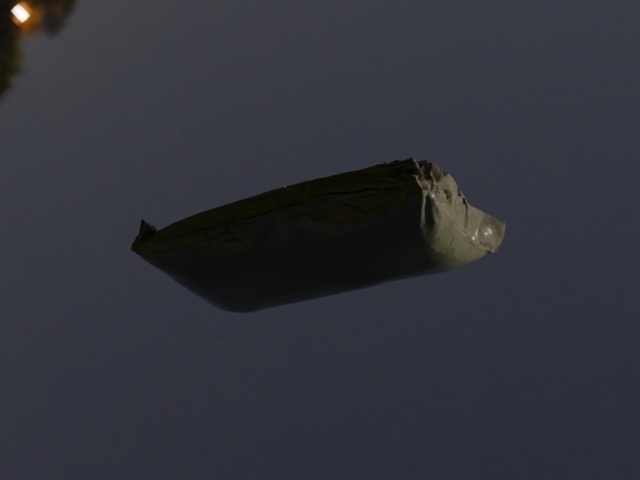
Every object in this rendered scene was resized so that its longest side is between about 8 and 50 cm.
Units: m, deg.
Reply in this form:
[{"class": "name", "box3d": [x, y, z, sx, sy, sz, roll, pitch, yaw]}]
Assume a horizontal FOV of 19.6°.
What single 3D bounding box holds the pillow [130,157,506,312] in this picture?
[{"class": "pillow", "box3d": [0.000, 0.000, 1.131, 0.208, 0.119, 0.053, -12, -120, 21]}]
